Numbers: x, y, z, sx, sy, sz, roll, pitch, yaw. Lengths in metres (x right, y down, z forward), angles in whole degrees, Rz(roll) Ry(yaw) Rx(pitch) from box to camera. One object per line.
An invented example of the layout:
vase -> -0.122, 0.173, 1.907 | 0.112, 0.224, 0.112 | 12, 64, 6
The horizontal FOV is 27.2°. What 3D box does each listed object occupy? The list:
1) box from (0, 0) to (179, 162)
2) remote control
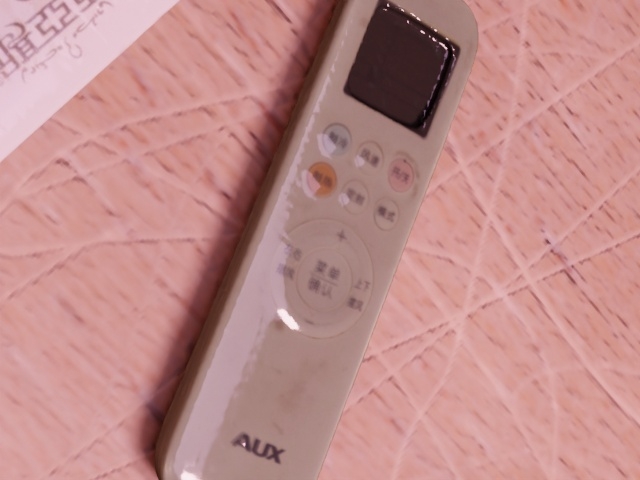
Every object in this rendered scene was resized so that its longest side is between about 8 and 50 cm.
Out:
box -> -0.214, -0.102, 0.543 | 0.274, 0.116, 0.203 | -46, 110, -19
remote control -> 0.001, 0.000, 0.698 | 0.090, 0.038, 0.309 | 27, 79, -25
